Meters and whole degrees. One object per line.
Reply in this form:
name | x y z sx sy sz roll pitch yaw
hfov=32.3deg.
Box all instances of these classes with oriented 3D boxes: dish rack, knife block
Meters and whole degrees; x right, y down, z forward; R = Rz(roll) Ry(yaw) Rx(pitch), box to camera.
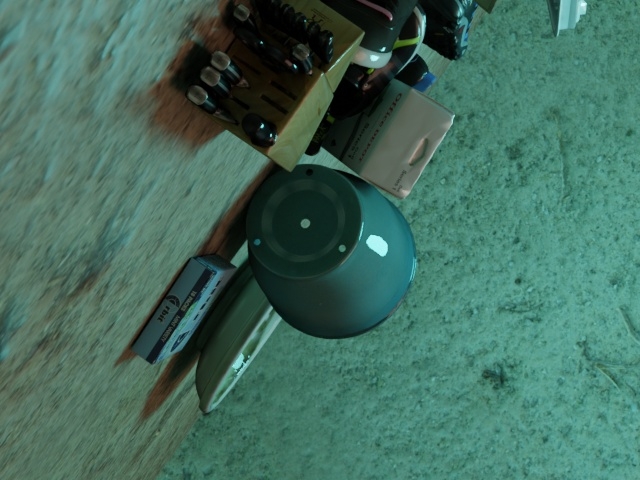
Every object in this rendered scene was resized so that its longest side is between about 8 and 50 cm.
dish rack | 0.520 -0.628 2.346 0.285 0.072 0.333 84 6 -47
knife block | -0.065 -0.126 1.060 0.242 0.088 0.276 -50 174 -43

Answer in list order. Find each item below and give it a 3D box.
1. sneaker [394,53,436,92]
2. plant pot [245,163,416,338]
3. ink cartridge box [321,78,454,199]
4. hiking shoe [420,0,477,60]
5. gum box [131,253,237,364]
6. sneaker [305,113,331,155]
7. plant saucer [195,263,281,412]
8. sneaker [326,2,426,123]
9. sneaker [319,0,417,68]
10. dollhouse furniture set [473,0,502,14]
sneaker | 0.096 -0.261 1.952 0.232 0.090 0.081 -32 -168 36
plant pot | 0.000 0.000 1.754 0.272 0.271 0.255 -55 160 -6
ink cartridge box | 0.099 -0.177 1.757 0.160 0.092 0.219 -60 -155 7
hiking shoe | 0.256 -0.434 2.081 0.132 0.113 0.304 -54 176 -6
gum box | -0.195 0.096 1.608 0.157 0.041 0.184 -56 177 4
sneaker | -0.006 -0.172 1.775 0.035 0.031 0.083 108 7 -56
plant saucer | -0.146 0.150 2.175 0.400 0.100 0.400 -56 176 -6
sneaker | 0.077 -0.259 1.636 0.097 0.084 0.235 -49 172 -49
sneaker | 0.070 -0.293 1.236 0.147 0.104 0.296 -60 180 28
dollhouse furniture set | 0.305 -0.477 1.622 0.242 0.212 0.161 -48 174 -12
